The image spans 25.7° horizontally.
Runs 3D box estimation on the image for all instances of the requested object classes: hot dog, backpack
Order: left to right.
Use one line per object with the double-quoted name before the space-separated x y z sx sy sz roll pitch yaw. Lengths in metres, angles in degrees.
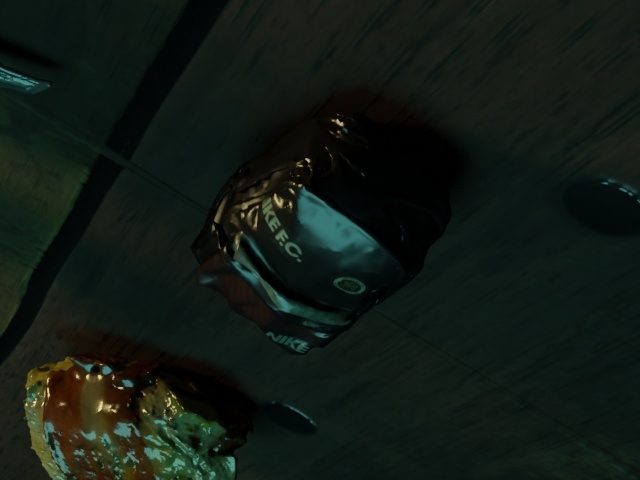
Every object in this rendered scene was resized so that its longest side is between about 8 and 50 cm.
"hot dog" -0.159 0.159 1.222 0.213 0.103 0.146 5 125 19
"backpack" -0.002 -0.003 0.800 0.120 0.105 0.165 34 155 -4

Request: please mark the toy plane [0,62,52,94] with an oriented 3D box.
"toy plane" -0.276 -0.140 0.856 0.226 0.058 0.226 33 155 -19
